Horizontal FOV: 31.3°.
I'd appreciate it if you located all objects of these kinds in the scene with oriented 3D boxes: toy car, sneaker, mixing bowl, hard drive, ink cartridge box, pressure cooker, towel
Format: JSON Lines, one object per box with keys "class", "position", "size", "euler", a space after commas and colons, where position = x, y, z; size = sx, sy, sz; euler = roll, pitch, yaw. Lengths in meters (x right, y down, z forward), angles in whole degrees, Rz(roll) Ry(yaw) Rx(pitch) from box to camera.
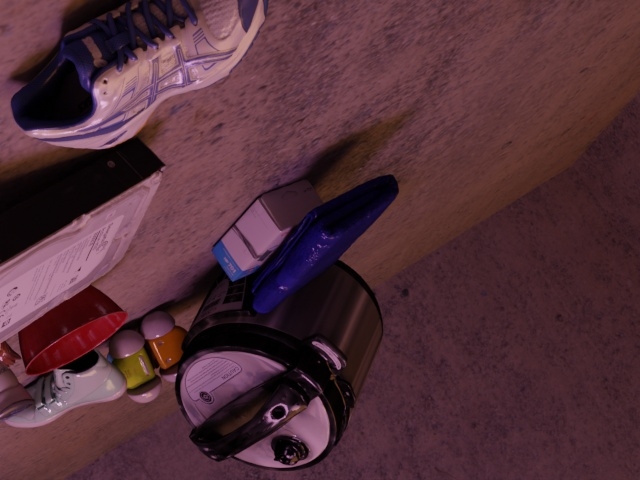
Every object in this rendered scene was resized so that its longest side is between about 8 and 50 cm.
{"class": "toy car", "position": [-0.364, 0.232, 2.365], "size": [0.182, 0.159, 0.136], "euler": [-32, -152, -25]}
{"class": "sneaker", "position": [-0.522, 0.274, 2.222], "size": [0.256, 0.094, 0.151], "euler": [-18, 142, 2]}
{"class": "mixing bowl", "position": [-0.408, 0.124, 1.803], "size": [0.181, 0.098, 0.181], "euler": [-33, 169, -7]}
{"class": "sneaker", "position": [-0.175, -0.181, 1.105], "size": [0.296, 0.112, 0.131], "euler": [-39, 168, 24]}
{"class": "hard drive", "position": [-0.354, 0.027, 1.420], "size": [0.339, 0.064, 0.237], "euler": [-38, 169, -43]}
{"class": "ink cartridge box", "position": [-0.095, -0.018, 2.138], "size": [0.140, 0.082, 0.191], "euler": [-23, 166, -44]}
{"class": "sneaker", "position": [-0.554, 0.229, 1.829], "size": [0.111, 0.129, 0.297], "euler": [-27, -174, -39]}
{"class": "pressure cooker", "position": [-0.086, 0.257, 2.308], "size": [0.420, 0.375, 0.370], "euler": [-63, 157, -47]}
{"class": "towel", "position": [0.000, 0.000, 2.111], "size": [0.228, 0.076, 0.308], "euler": [-36, 172, -40]}

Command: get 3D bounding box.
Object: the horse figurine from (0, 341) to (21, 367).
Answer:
{"class": "horse figurine", "position": [-0.554, 0.162, 1.576], "size": [0.263, 0.066, 0.174], "euler": [-19, 142, -24]}
